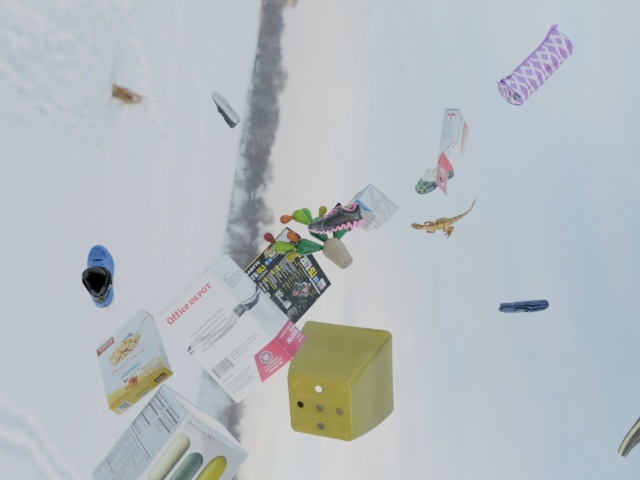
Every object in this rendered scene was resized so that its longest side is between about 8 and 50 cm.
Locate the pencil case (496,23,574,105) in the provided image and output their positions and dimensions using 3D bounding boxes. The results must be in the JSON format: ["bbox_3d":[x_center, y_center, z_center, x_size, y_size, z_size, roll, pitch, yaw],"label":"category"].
[{"bbox_3d":[0.518,-0.420,1.682,0.206,0.088,0.086,-45,-162,-3],"label":"pencil case"}]

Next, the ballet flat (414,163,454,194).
[{"bbox_3d":[0.352,-0.201,2.145,0.188,0.070,0.070,-33,147,-44],"label":"ballet flat"}]

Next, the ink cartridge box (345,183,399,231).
[{"bbox_3d":[0.132,-0.086,1.889,0.060,0.104,0.180,-52,-174,-13],"label":"ink cartridge box"}]

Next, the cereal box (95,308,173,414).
[{"bbox_3d":[-0.482,0.305,1.775,0.047,0.173,0.240,50,1,-41],"label":"cereal box"}]

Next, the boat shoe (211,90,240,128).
[{"bbox_3d":[-0.304,-0.410,2.173,0.040,0.049,0.142,-48,-113,25],"label":"boat shoe"}]

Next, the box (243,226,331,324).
[{"bbox_3d":[-0.120,0.146,2.408,0.257,0.079,0.322,-49,140,-14],"label":"box"}]

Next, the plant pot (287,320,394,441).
[{"bbox_3d":[0.032,0.322,1.528,0.187,0.212,0.212,-41,131,-60],"label":"plant pot"}]

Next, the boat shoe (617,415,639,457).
[{"bbox_3d":[0.677,0.394,1.441,0.152,0.049,0.056,-54,152,2],"label":"boat shoe"}]

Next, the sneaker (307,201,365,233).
[{"bbox_3d":[0.029,-0.047,1.383,0.047,0.119,0.057,-137,-143,-68],"label":"sneaker"}]

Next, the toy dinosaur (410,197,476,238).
[{"bbox_3d":[0.387,-0.053,2.127,0.112,0.211,0.064,50,22,-70],"label":"toy dinosaur"}]

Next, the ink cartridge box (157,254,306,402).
[{"bbox_3d":[-0.176,0.173,1.369,0.172,0.237,0.100,-42,-177,24],"label":"ink cartridge box"}]

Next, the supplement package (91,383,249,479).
[{"bbox_3d":[-0.346,0.514,1.590,0.263,0.199,0.198,-52,-152,-11],"label":"supplement package"}]

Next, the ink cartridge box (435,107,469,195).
[{"bbox_3d":[0.317,-0.208,1.656,0.145,0.045,0.179,26,69,-68],"label":"ink cartridge box"}]

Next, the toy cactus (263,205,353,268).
[{"bbox_3d":[0.000,0.000,1.550,0.180,0.219,0.112,48,-40,29],"label":"toy cactus"}]

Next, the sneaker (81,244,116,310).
[{"bbox_3d":[-0.454,0.061,1.419,0.084,0.058,0.152,99,-18,-59],"label":"sneaker"}]

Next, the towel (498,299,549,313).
[{"bbox_3d":[0.496,0.162,1.691,0.119,0.067,0.029,160,-74,-66],"label":"towel"}]
